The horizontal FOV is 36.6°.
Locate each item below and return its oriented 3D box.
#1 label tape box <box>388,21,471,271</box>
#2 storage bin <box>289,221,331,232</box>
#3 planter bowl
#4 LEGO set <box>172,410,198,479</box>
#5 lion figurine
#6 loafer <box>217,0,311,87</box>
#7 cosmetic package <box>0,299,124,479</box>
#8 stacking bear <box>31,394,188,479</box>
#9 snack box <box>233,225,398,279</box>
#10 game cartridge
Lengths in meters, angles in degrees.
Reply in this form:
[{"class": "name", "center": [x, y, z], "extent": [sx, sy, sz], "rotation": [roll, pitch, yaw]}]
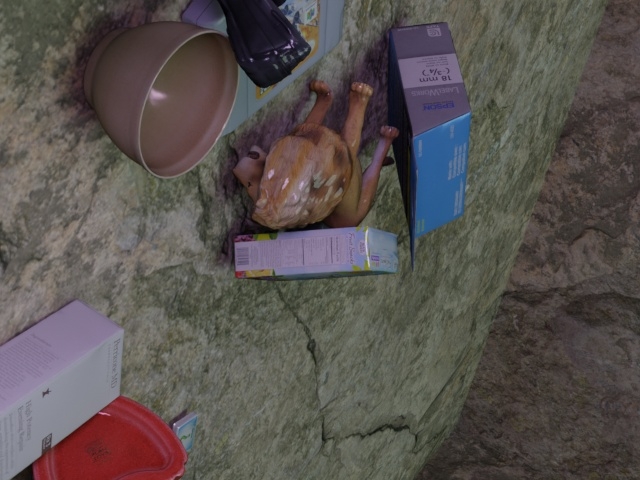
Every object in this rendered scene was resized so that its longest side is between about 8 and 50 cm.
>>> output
[{"class": "label tape box", "center": [0.180, -0.154, 1.573], "extent": [0.240, 0.106, 0.333], "rotation": [85, -1, -50]}, {"class": "storage bin", "center": [0.000, 0.000, 1.623], "extent": [0.135, 0.098, 0.091], "rotation": [-9, 113, -64]}, {"class": "planter bowl", "center": [-0.175, -0.160, 1.011], "extent": [0.162, 0.109, 0.162], "rotation": [-48, 155, -32]}, {"class": "LEGO set", "center": [-0.264, 0.413, 1.544], "extent": [0.182, 0.060, 0.244], "rotation": [-28, 140, -49]}, {"class": "lion figurine", "center": [0.021, -0.092, 1.468], "extent": [0.392, 0.142, 0.240], "rotation": [35, 69, -61]}, {"class": "loafer", "center": [-0.069, -0.258, 1.013], "extent": [0.078, 0.223, 0.076], "rotation": [-27, 151, 10]}, {"class": "cosmetic package", "center": [-0.328, 0.176, 1.089], "extent": [0.231, 0.085, 0.117], "rotation": [-36, 147, -46]}, {"class": "stacking bear", "center": [-0.293, 0.335, 1.256], "extent": [0.175, 0.164, 0.289], "rotation": [-25, 152, -32]}, {"class": "snack box", "center": [-0.003, 0.023, 1.456], "extent": [0.174, 0.207, 0.070], "rotation": [10, 75, -71]}, {"class": "game cartridge", "center": [-0.059, -0.279, 1.215], "extent": [0.297, 0.062, 0.198], "rotation": [-46, 157, -36]}]
